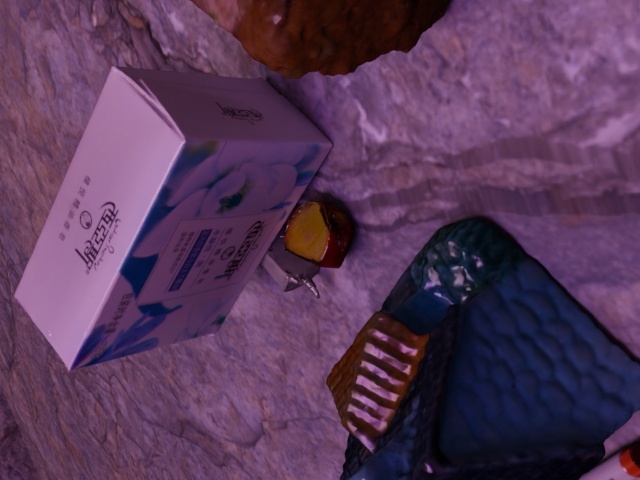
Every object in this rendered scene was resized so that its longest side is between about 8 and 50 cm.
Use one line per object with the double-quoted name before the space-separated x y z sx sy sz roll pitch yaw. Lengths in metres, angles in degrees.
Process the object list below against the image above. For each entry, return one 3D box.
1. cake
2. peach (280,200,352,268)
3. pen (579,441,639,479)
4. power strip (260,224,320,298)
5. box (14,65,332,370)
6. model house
"cake" -0.041 -0.275 0.554 0.293 0.196 0.198 40 139 26
"peach" 0.000 0.000 0.790 0.083 0.050 0.077 -42 54 42
"pen" 0.219 0.232 0.690 0.026 0.026 0.218 50 141 17
"power strip" -0.061 -0.006 0.862 0.191 0.047 0.030 49 145 20
"box" -0.144 -0.020 0.761 0.116 0.203 0.274 45 118 23
"model house" 0.074 0.157 0.645 0.226 0.241 0.261 45 140 19
